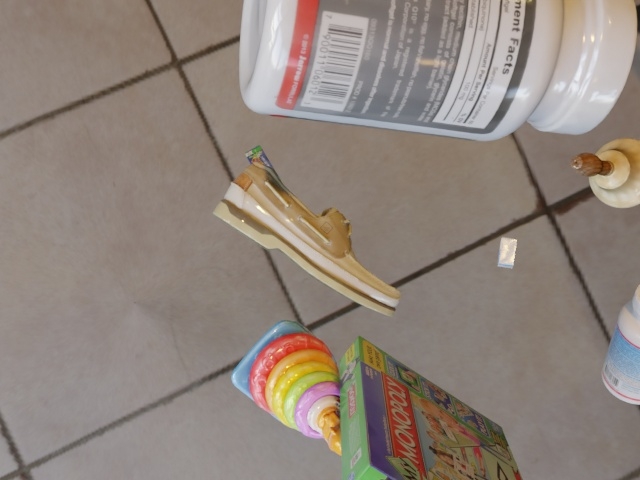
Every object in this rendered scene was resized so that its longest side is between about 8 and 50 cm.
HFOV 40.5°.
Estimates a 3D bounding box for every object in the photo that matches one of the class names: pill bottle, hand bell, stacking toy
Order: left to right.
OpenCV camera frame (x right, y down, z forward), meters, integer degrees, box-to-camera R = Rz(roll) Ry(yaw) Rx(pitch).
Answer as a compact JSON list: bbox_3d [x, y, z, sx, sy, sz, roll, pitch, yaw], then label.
[{"bbox_3d":[-0.011,0.276,1.484,0.166,0.302,0.175,-47,120,-3],"label":"stacking toy"},{"bbox_3d":[0.111,-0.212,0.879,0.363,0.210,0.210,5,85,-14],"label":"pill bottle"},{"bbox_3d":[0.470,-0.123,1.455,0.242,0.126,0.126,2,84,-53],"label":"hand bell"},{"bbox_3d":[0.415,0.128,1.099,0.087,0.160,0.087,-1,42,1],"label":"pill bottle"}]

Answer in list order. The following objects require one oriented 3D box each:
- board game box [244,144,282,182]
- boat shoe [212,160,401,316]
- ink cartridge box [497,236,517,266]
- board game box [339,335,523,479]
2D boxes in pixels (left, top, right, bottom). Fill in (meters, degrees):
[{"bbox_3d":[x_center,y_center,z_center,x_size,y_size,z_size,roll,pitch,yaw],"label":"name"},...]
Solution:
[{"bbox_3d":[-0.068,-0.065,1.606,0.035,0.136,0.201,-29,124,-2],"label":"board game box"},{"bbox_3d":[0.000,0.000,1.243,0.302,0.113,0.103,33,86,-12],"label":"boat shoe"},{"bbox_3d":[0.331,0.023,1.541,0.028,0.083,0.048,8,86,12],"label":"ink cartridge box"},{"bbox_3d":[0.118,0.224,0.894,0.213,0.317,0.046,34,102,-7],"label":"board game box"}]
